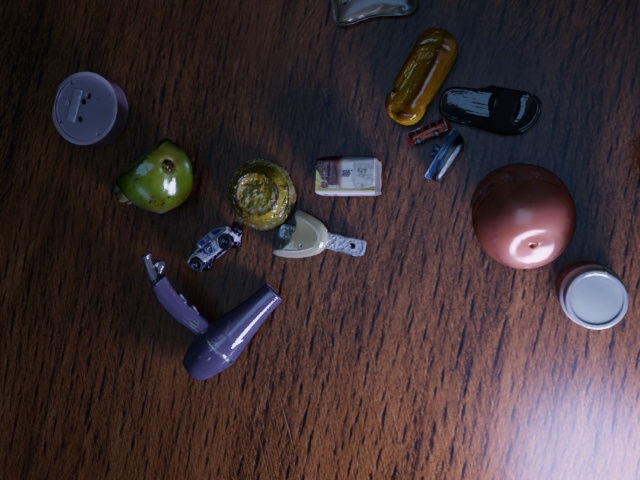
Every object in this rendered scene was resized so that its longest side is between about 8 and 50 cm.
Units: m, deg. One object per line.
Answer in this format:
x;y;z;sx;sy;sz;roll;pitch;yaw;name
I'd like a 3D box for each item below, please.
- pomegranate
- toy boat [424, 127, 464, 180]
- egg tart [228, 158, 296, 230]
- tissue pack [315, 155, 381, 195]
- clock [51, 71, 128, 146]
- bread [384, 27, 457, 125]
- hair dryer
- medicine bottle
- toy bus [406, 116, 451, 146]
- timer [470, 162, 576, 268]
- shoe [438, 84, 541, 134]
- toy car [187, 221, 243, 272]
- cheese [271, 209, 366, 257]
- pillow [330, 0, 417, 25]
-0.434;-0.141;1.914;0.241;0.190;0.159;-33;108;11;pomegranate
0.298;-0.209;1.803;0.061;0.060;0.137;41;106;34;toy boat
-0.158;-0.119;1.904;0.191;0.074;0.191;0;91;16;egg tart
0.070;-0.160;1.830;0.149;0.106;0.099;1;92;13;tissue pack
-0.625;-0.354;2.009;0.197;0.068;0.196;0;91;13;clock
0.245;-0.397;1.795;0.102;0.094;0.245;32;98;16;bread
-0.309;0.151;1.878;0.301;0.121;0.361;-45;103;2;hair dryer
0.599;0.120;1.637;0.145;0.252;0.144;1;93;12;medicine bottle
0.262;-0.266;1.808;0.110;0.031;0.043;-21;87;29;toy bus
0.457;-0.058;1.675;0.230;0.229;0.215;-18;45;13;timer
0.399;-0.315;1.759;0.241;0.093;0.108;11;92;14;shoe
-0.273;0.015;1.927;0.171;0.080;0.070;-39;82;11;toy car
0.000;0.000;1.878;0.235;0.050;0.127;13;93;14;cheese
0.130;-0.612;1.845;0.218;0.033;0.130;-6;91;13;pillow
